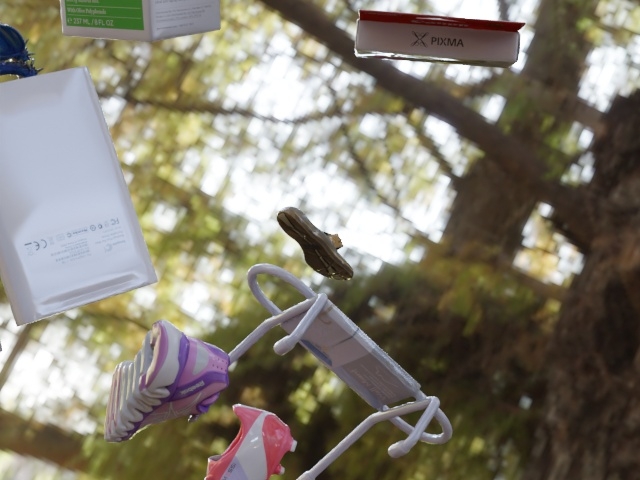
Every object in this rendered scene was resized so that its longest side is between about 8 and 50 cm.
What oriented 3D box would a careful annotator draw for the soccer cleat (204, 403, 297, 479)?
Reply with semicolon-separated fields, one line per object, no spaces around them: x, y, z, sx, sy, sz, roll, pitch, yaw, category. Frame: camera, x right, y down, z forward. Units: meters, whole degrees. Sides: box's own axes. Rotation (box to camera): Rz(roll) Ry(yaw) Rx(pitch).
-0.119;0.326;1.755;0.095;0.248;0.083;28;-7;-5;soccer cleat

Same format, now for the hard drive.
-0.352;-0.062;1.844;0.040;0.203;0.308;-20;-92;55;hard drive

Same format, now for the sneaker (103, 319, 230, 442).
-0.172;0.171;1.574;0.104;0.095;0.236;13;-30;-22;sneaker

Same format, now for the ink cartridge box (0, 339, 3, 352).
-0.414;-0.067;1.417;0.091;0.308;0.385;-15;-19;-11;ink cartridge box

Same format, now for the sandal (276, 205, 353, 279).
0.000;0.000;2.046;0.072;0.049;0.180;6;-33;41;sandal

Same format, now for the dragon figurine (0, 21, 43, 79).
-0.544;-0.331;2.294;0.085;0.144;0.289;46;-19;25;dragon figurine

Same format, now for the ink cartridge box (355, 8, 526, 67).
0.195;-0.332;2.328;0.275;0.060;0.239;5;4;2;ink cartridge box

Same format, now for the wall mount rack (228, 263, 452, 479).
-0.011;0.200;1.840;0.350;0.130;0.304;43;-31;-10;wall mount rack

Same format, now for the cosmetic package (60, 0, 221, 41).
-0.265;-0.477;1.994;0.197;0.366;0.155;8;19;38;cosmetic package
